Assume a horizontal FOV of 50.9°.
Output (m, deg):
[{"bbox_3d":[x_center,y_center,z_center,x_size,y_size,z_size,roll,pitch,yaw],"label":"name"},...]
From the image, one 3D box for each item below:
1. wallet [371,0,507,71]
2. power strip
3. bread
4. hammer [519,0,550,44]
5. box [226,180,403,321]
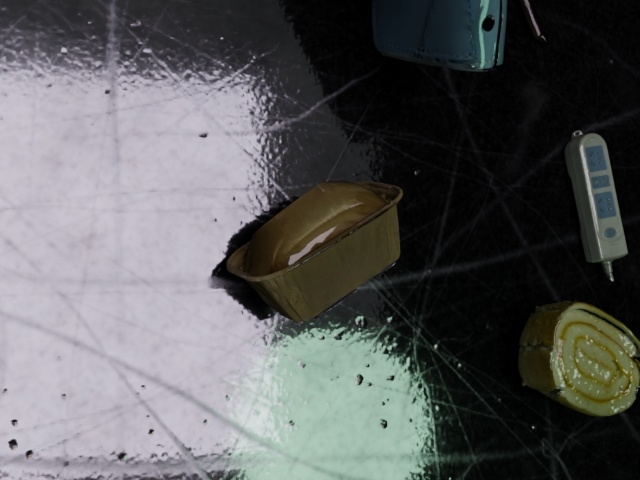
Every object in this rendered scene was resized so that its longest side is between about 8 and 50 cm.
[{"bbox_3d":[0.114,-0.300,0.648,0.075,0.176,0.250,-13,116,-24],"label":"wallet"},{"bbox_3d":[0.338,-0.044,0.823,0.048,0.030,0.191,-10,87,-22],"label":"power strip"},{"bbox_3d":[0.300,0.136,0.770,0.156,0.064,0.117,29,79,-18],"label":"bread"},{"bbox_3d":[0.235,-0.317,0.820,0.065,0.021,0.178,-27,97,-22],"label":"hammer"},{"bbox_3d":[0.000,0.000,0.644,0.177,0.111,0.111,-33,97,-22],"label":"box"}]
